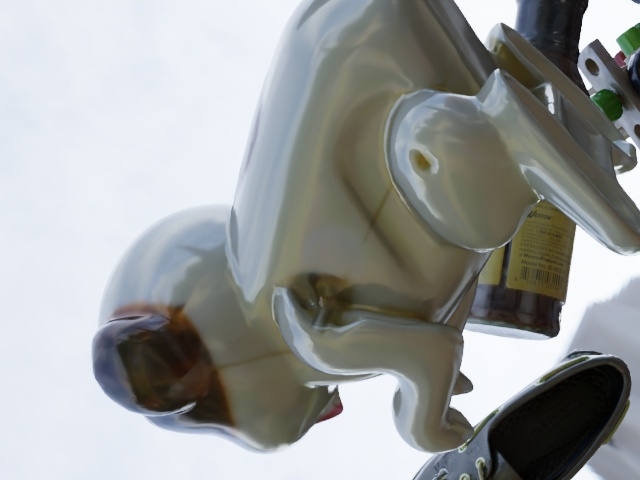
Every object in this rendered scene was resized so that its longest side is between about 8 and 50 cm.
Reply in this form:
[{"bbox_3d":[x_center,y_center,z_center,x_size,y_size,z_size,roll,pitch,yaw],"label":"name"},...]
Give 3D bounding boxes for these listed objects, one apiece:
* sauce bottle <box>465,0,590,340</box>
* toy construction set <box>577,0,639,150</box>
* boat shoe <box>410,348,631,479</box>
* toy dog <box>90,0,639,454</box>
[{"bbox_3d":[0.197,-0.081,1.429,0.111,0.111,0.344,20,-102,-43],"label":"sauce bottle"},{"bbox_3d":[0.358,-0.130,1.619,0.237,0.257,0.309,-36,-69,-29],"label":"toy construction set"},{"bbox_3d":[0.176,0.216,1.459,0.305,0.109,0.091,-41,-8,-10],"label":"boat shoe"},{"bbox_3d":[0.000,0.000,1.181,0.395,0.284,0.408,40,-71,-16],"label":"toy dog"}]
